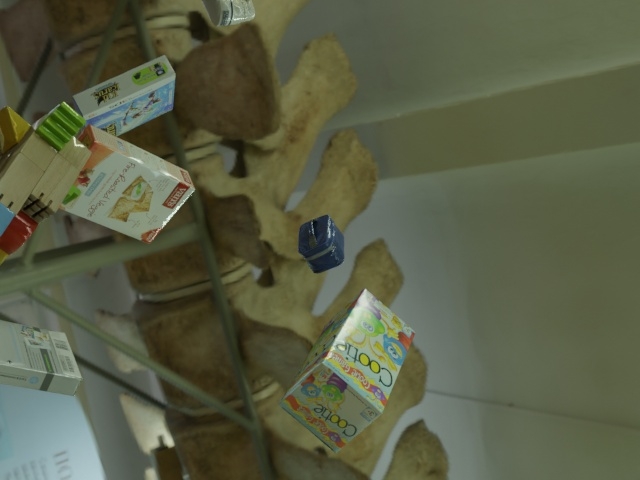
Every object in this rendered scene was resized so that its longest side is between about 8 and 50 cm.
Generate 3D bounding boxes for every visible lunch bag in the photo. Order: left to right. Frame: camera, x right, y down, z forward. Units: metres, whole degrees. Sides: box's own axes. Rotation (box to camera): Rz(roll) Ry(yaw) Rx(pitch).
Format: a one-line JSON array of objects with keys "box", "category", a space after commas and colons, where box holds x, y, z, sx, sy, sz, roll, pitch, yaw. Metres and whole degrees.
[{"box": [0.000, 0.000, 1.440, 0.065, 0.067, 0.098, 56, 20, -34], "category": "lunch bag"}]

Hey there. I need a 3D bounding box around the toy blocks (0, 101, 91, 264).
[{"box": [-0.539, -0.035, 1.334, 0.381, 0.261, 0.191, -24, -55, 37], "category": "toy blocks"}]

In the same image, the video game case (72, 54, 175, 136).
[{"box": [-0.488, -0.343, 2.070, 0.061, 0.244, 0.269, 61, -15, 4], "category": "video game case"}]

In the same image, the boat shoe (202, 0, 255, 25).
[{"box": [-0.201, -0.537, 1.645, 0.267, 0.088, 0.096, 65, -29, 30], "category": "boat shoe"}]

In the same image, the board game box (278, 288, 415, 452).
[{"box": [0.058, 0.240, 1.565, 0.144, 0.275, 0.142, 41, -58, -3], "category": "board game box"}]

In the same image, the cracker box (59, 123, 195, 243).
[{"box": [-0.377, -0.101, 1.554, 0.156, 0.232, 0.067, -48, -135, 19], "category": "cracker box"}]

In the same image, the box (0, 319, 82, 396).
[{"box": [-0.478, 0.175, 1.281, 0.038, 0.186, 0.145, -62, -144, 11], "category": "box"}]
